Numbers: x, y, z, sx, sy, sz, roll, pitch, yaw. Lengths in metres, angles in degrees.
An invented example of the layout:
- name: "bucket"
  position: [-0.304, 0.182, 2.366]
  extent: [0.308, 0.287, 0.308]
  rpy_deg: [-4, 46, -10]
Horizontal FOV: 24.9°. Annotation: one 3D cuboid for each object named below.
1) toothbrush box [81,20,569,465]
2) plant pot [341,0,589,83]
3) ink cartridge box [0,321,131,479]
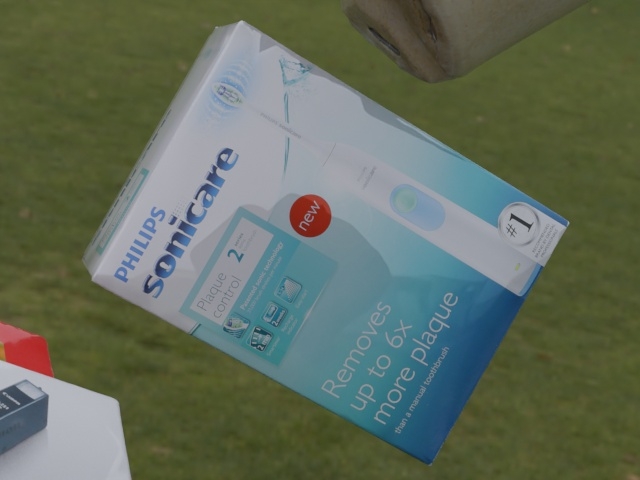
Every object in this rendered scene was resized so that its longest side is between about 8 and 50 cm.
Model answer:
- name: "toothbrush box"
  position: [0.000, 0.000, 1.098]
  extent: [0.295, 0.216, 0.126]
  rpy_deg: [31, -2, -13]
- name: "plant pot"
  position: [0.136, -0.283, 1.020]
  extent: [0.305, 0.334, 0.334]
  rpy_deg: [-38, 29, -8]
- name: "ink cartridge box"
  position: [-0.253, 0.071, 0.801]
  extent: [0.296, 0.066, 0.261]
  rpy_deg: [24, 27, -31]
